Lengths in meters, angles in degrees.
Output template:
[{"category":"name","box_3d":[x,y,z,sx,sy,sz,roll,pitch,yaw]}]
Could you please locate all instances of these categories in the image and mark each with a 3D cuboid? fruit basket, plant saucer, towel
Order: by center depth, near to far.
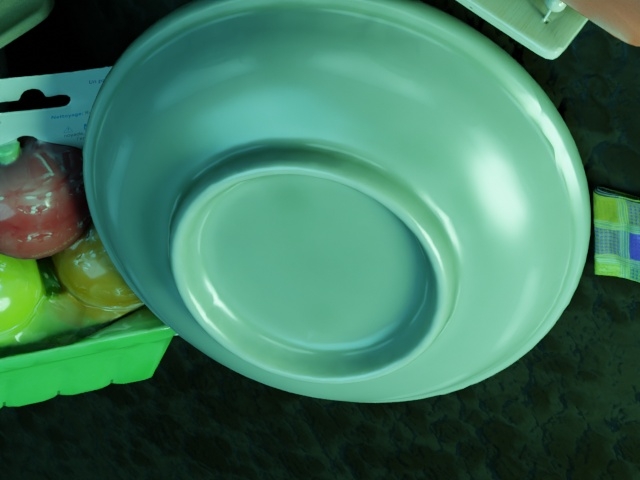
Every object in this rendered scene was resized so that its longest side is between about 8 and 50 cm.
[{"category":"towel","box_3d":[0.230,-0.002,1.036,0.060,0.009,0.083,16,134,27]},{"category":"plant saucer","box_3d":[0.000,0.000,1.059,0.400,0.100,0.400,7,129,9]},{"category":"fruit basket","box_3d":[-0.244,-0.014,1.224,0.165,0.327,0.353,-120,26,-44]}]

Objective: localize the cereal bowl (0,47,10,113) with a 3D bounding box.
[{"category":"cereal bowl","box_3d":[-0.413,-0.194,1.279,0.339,0.141,0.339,22,136,23]}]

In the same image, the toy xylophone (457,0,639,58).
[{"category":"toy xylophone","box_3d":[0.141,-0.268,0.811,0.236,0.081,0.322,31,139,14]}]

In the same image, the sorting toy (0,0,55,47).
[{"category":"sorting toy","box_3d":[-0.312,-0.246,1.082,0.307,0.041,0.229,-31,99,6]}]
